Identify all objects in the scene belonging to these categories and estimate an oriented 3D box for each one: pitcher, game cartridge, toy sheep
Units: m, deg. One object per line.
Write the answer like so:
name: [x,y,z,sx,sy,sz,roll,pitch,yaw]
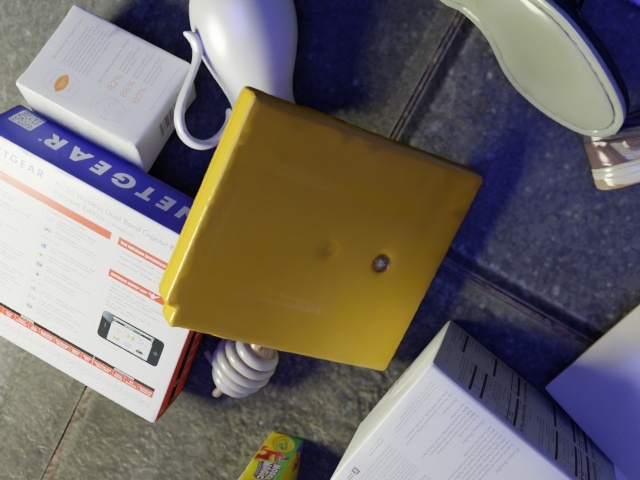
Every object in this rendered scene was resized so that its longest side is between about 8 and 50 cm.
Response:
pitcher: [-0.105,-0.220,1.081,0.178,0.125,0.207,-19,104,-28]
game cartridge: [0.000,0.000,1.064,0.324,0.052,0.285,17,107,-29]
toy sheep: [-0.104,0.162,1.198,0.091,0.091,0.132,40,120,2]

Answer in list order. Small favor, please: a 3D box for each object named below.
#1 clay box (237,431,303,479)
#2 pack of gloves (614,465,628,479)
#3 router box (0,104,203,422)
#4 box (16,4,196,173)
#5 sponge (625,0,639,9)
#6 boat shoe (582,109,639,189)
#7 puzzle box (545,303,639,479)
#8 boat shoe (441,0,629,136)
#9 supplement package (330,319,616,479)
clay box: [-0.078,0.347,1.155,0.053,0.222,0.127,11,104,10]
pack of gloves: [0.468,0.358,1.128,0.195,0.046,0.232,-28,94,15]
router box: [-0.299,0.037,1.171,0.336,0.082,0.301,29,123,6]
box: [-0.262,-0.187,1.131,0.171,0.091,0.130,29,74,6]
sponge: [0.416,-0.297,1.017,0.210,0.031,0.117,32,106,5]
boat shoe: [0.432,-0.144,1.009,0.285,0.103,0.092,-22,100,22]
puzzle box: [0.500,0.236,1.047,0.272,0.052,0.409,-45,76,17]
boat shoe: [0.236,-0.267,1.025,0.340,0.113,0.127,44,152,10]
supplement package: [0.187,0.272,1.091,0.263,0.198,0.199,39,107,5]
